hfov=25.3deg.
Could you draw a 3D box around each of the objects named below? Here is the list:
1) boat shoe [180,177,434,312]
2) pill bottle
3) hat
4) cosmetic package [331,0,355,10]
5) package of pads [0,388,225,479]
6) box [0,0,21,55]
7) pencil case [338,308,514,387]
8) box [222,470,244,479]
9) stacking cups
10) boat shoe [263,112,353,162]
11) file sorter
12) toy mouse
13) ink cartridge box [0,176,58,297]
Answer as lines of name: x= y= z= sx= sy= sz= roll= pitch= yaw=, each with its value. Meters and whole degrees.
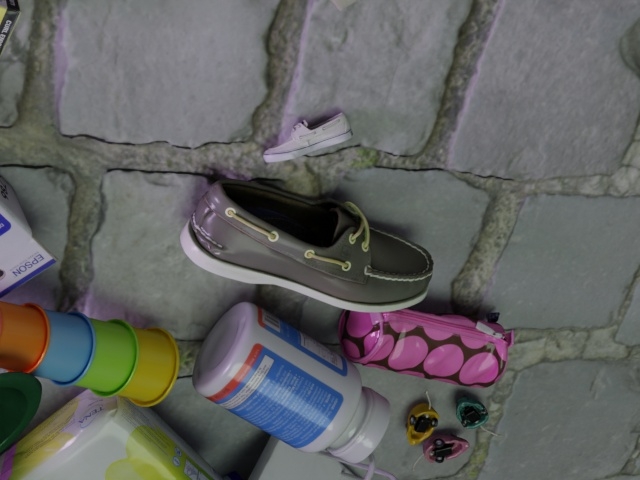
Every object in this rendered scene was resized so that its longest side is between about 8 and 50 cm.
boat shoe: x=0.001 y=0.003 z=1.587 sx=0.305 sy=0.109 sz=0.091 roll=12 pitch=129 yaw=-23
pill bottle: x=-0.030 y=0.176 z=1.681 sx=0.221 sy=0.124 sz=0.124 roll=33 pitch=113 yaw=-20
hat: x=-0.425 y=0.147 z=1.498 sx=0.208 sy=0.183 sz=0.173 roll=-41 pitch=155 yaw=3
cosmetic package: x=-0.013 y=-0.368 z=1.251 sx=0.153 sy=0.129 sz=0.296 roll=-35 pitch=132 yaw=9
package of pads: x=-0.291 y=0.324 z=1.734 sx=0.296 sy=0.101 sz=0.229 roll=-36 pitch=116 yaw=11
box: x=-0.388 y=-0.235 z=1.262 sx=0.232 sy=0.087 sz=0.058 roll=16 pitch=120 yaw=-29
pencil case: x=0.131 y=0.121 z=1.748 sx=0.209 sy=0.095 sz=0.098 roll=10 pitch=156 yaw=-27
box: x=-0.137 y=0.395 z=1.859 sx=0.137 sy=0.072 sz=0.126 roll=-27 pitch=119 yaw=-15
stacking cups: x=-0.299 y=0.111 z=1.539 sx=0.316 sy=0.096 sz=0.096 roll=19 pitch=121 yaw=-46
boat shoe: x=-0.017 y=-0.113 z=1.537 sx=0.100 sy=0.035 sz=0.035 roll=-18 pitch=105 yaw=1
file sorter: x=0.038 y=0.391 z=1.833 sx=0.277 sy=0.173 sz=0.192 roll=48 pitch=63 yaw=-41
toy mouse: x=0.177 y=0.250 z=1.912 sx=0.143 sy=0.031 sz=0.161 roll=3 pitch=128 yaw=-22
ink cartridge box: x=-0.427 y=-0.050 z=1.421 sx=0.165 sy=0.065 sz=0.332 roll=-31 pitch=131 yaw=8
